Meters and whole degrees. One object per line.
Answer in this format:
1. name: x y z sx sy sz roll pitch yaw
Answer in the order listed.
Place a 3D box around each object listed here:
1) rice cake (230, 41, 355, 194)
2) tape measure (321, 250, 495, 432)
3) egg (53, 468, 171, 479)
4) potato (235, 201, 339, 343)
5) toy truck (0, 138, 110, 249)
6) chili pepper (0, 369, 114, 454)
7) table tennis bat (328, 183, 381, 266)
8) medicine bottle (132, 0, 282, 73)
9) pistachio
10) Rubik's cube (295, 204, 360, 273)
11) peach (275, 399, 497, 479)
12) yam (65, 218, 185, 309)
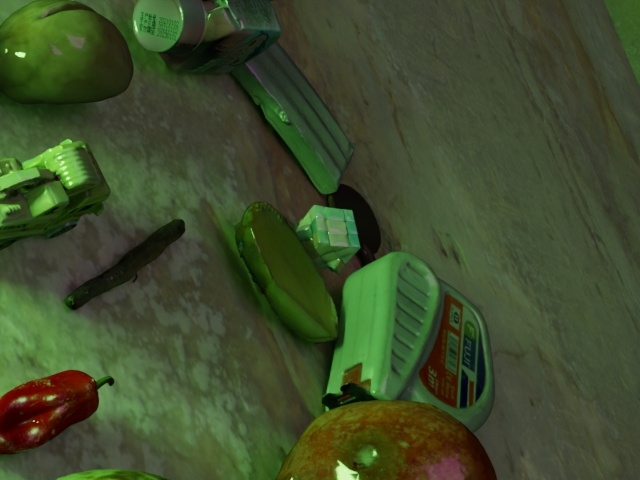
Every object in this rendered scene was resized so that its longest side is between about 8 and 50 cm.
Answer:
1. rice cake: -0.037 -0.182 1.863 0.237 0.043 0.127 51 33 -15
2. tape measure: 0.111 0.156 1.720 0.246 0.125 0.243 37 44 -30
3. egg: -0.183 0.305 1.041 0.289 0.238 0.238 -18 80 -46
4. potato: -0.048 0.045 1.645 0.198 0.054 0.119 53 27 -22
5. toy truck: -0.284 -0.049 1.304 0.191 0.116 0.085 -20 84 -59
6. chili pepper: -0.255 0.155 1.240 0.191 0.050 0.059 -25 103 -52
7. table tennis bat: 0.094 -0.028 1.854 0.107 0.119 0.169 12 54 -52
8. medicine bottle: -0.149 -0.275 1.695 0.188 0.119 0.094 -10 73 -59
9. pistachio: -0.278 -0.199 1.450 0.185 0.124 0.124 13 54 -59
10. Rubik's cube: 0.002 -0.001 1.744 0.084 0.073 0.075 19 52 -16
11. peach: 0.058 0.278 1.442 0.257 0.232 0.232 9 57 -42
12. yam: -0.207 0.027 1.450 0.027 0.029 0.234 34 31 8
